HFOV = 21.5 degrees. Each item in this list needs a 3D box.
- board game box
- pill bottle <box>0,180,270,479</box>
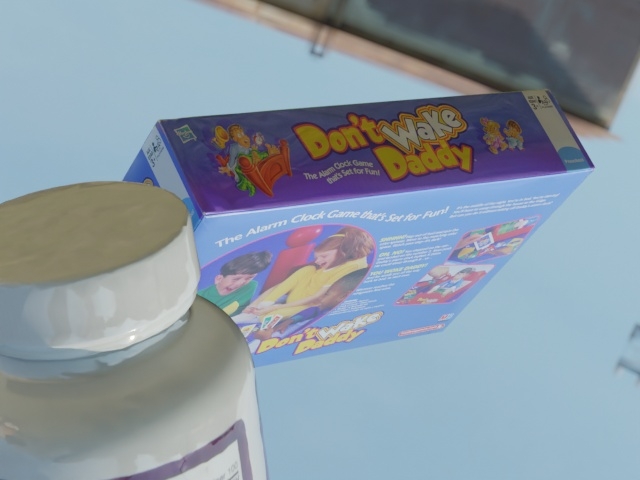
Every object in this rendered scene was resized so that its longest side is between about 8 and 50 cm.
[{"bbox_3d":[0.000,0.000,1.231,0.347,0.233,0.078,-8,-120,-37],"label":"board game box"},{"bbox_3d":[-0.111,0.128,0.914,0.169,0.302,0.169,-6,-156,3],"label":"pill bottle"}]
